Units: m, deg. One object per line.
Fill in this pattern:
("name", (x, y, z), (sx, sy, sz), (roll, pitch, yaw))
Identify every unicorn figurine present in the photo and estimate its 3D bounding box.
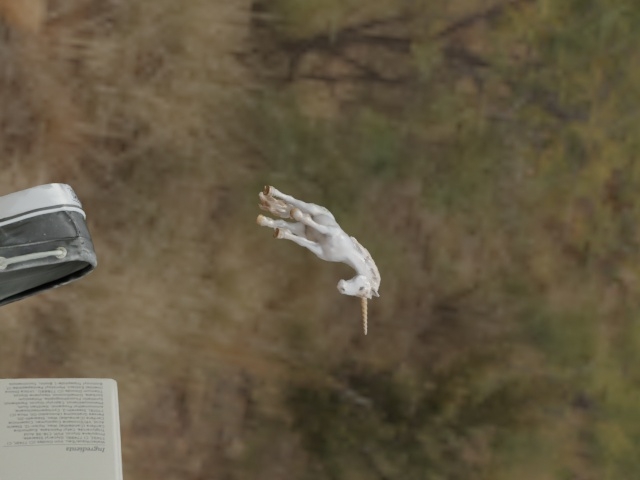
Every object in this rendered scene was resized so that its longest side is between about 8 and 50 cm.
("unicorn figurine", (0.000, 0.000, 1.686), (0.060, 0.111, 0.162), (-51, -147, 24))

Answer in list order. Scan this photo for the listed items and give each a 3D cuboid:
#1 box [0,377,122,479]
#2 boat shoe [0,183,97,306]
("box", (-0.210, 0.239, 1.394), (0.275, 0.113, 0.094), (-98, -166, -45))
("boat shoe", (-0.263, 0.030, 1.214), (0.078, 0.219, 0.070), (72, -4, -67))
